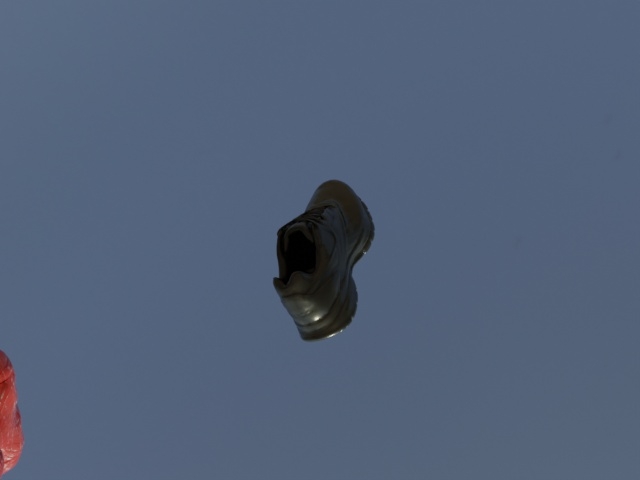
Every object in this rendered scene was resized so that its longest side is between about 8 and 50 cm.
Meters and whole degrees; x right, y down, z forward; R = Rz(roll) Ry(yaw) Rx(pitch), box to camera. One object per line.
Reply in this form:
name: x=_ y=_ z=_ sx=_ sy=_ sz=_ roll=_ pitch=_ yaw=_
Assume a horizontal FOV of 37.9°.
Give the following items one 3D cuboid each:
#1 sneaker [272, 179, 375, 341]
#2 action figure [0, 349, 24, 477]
sneaker: x=0.000 y=0.000 z=1.309 sx=0.109 sy=0.130 sz=0.286 roll=-20 pitch=-143 yaw=23
action figure: x=-0.257 y=0.071 z=0.560 sx=0.139 sy=0.091 sz=0.280 roll=-12 pitch=-152 yaw=-24
